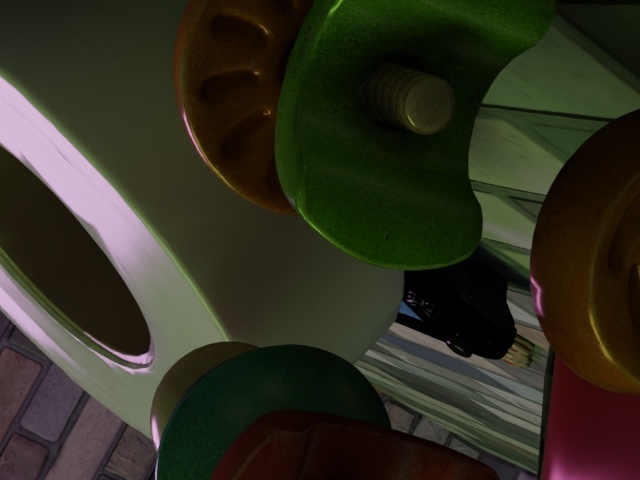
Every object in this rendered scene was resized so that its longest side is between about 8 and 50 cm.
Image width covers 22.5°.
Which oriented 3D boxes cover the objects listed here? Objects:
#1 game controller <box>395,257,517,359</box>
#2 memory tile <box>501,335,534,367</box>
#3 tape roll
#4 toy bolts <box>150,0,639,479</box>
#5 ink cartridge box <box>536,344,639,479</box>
[{"bbox_3d":[0.000,0.000,1.158,0.166,0.067,0.319,33,171,-39],"label":"game controller"},{"bbox_3d":[0.139,0.082,1.450,0.113,0.012,0.148,27,174,11],"label":"memory tile"},{"bbox_3d":[-0.098,-0.028,0.757,0.286,0.100,0.286,38,156,20],"label":"tape roll"},{"bbox_3d":[0.028,0.019,0.570,0.218,0.228,0.158,20,-176,-26],"label":"toy bolts"},{"bbox_3d":[0.204,0.119,0.552,0.272,0.130,0.309,6,-178,-23],"label":"ink cartridge box"}]
